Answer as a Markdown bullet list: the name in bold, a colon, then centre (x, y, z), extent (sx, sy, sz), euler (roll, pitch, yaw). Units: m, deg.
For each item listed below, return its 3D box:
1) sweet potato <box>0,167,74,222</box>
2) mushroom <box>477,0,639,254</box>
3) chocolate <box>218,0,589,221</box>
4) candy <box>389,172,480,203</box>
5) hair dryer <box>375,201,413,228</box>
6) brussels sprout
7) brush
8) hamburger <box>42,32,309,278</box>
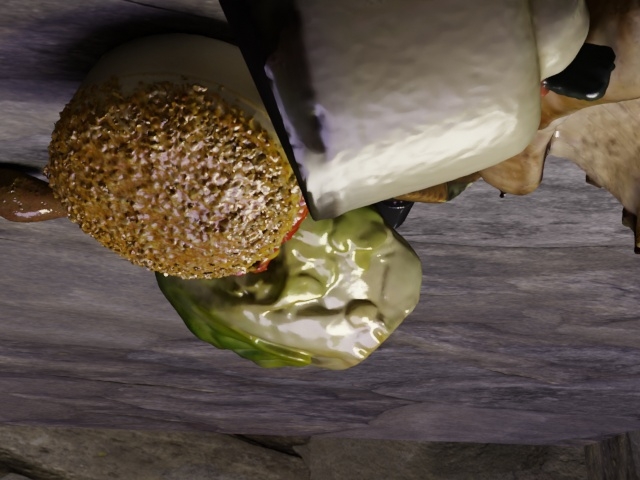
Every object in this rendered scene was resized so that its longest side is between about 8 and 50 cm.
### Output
- **sweet potato**: centre (-0.407, -0.062, 2.303), extent (0.226, 0.068, 0.068), euler (9, 162, -4)
- **mushroom**: centre (0.305, -0.194, 1.922), extent (0.313, 0.224, 0.397), euler (26, 153, 22)
- **chocolate**: centre (0.067, -0.205, 1.648), extent (0.297, 0.326, 0.314), euler (-22, 161, -4)
- **candy**: centre (0.105, -0.089, 2.199), extent (0.143, 0.101, 0.271), euler (-3, 174, 23)
- **hair dryer**: centre (0.002, -0.059, 2.440), extent (0.248, 0.071, 0.114), euler (0, 162, -7)
- **brussels sprout**: centre (-0.053, 0.022, 2.264), extent (0.344, 0.268, 0.344), euler (37, 177, 2)
- **brush**: centre (0.129, -0.193, 1.808), extent (0.323, 0.070, 0.051), euler (14, 172, 26)
- **hamburger**: centre (-0.144, -0.082, 1.998), extent (0.294, 0.179, 0.276), euler (19, 136, -15)
